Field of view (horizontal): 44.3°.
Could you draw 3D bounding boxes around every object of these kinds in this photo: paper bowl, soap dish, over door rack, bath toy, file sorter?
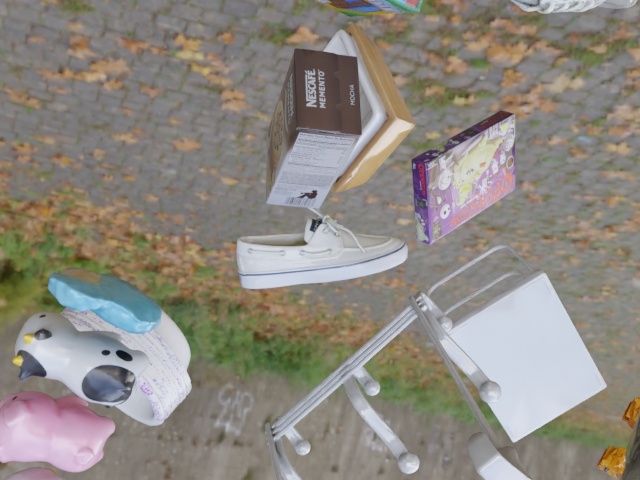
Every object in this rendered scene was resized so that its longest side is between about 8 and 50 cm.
[{"bbox_3d":[-0.365,0.209,1.513,0.284,0.148,0.284,30,147,22],"label":"paper bowl"},{"bbox_3d":[0.069,-0.276,1.660,0.118,0.290,0.229,8,138,-35],"label":"soap dish"},{"bbox_3d":[0.059,0.205,0.726,0.108,0.239,0.324,43,-169,-15],"label":"over door rack"},{"bbox_3d":[-0.317,0.209,0.922,0.151,0.348,0.129,24,-173,16],"label":"bath toy"},{"bbox_3d":[0.338,0.173,1.409,0.277,0.193,0.173,55,-176,-25],"label":"file sorter"}]

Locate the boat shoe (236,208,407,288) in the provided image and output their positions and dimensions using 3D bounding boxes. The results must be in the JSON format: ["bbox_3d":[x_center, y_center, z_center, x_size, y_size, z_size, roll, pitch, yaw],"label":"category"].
[{"bbox_3d":[-0.002,-0.002,1.676,0.367,0.156,0.136,-7,-165,3],"label":"boat shoe"}]

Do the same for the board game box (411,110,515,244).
[{"bbox_3d":[0.345,-0.153,1.854,0.056,0.208,0.347,25,-137,39],"label":"board game box"}]

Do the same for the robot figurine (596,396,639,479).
[{"bbox_3d":[0.650,0.411,1.369,0.291,0.211,0.085,31,162,18],"label":"robot figurine"}]

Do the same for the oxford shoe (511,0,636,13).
[{"bbox_3d":[0.369,-0.418,1.244,0.169,0.130,0.449,16,-170,40],"label":"oxford shoe"}]

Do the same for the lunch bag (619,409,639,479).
[{"bbox_3d":[0.440,0.243,0.862,0.213,0.305,0.256,31,155,6],"label":"lunch bag"}]

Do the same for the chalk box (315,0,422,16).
[{"bbox_3d":[0.079,-0.488,1.300,0.179,0.180,0.289,14,-174,-32],"label":"chalk box"}]

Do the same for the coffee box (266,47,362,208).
[{"bbox_3d":[-0.021,-0.200,1.474,0.119,0.168,0.297,4,156,-13],"label":"coffee box"}]
